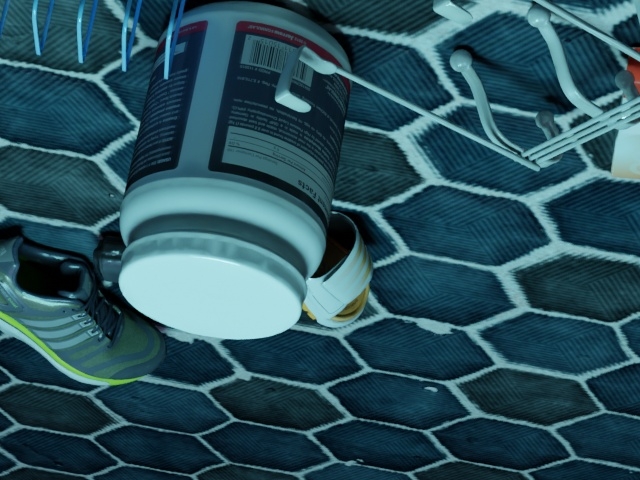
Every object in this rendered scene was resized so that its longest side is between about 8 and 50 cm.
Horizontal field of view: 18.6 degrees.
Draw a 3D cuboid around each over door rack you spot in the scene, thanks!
[{"bbox_3d":[0.160,-0.167,1.701,0.324,0.108,0.239,12,156,-34],"label":"over door rack"}]

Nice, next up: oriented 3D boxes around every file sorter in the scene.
[{"bbox_3d":[-0.202,-0.218,1.727,0.170,0.104,0.118,10,162,-2],"label":"file sorter"}]

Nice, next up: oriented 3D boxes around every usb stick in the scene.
[{"bbox_3d":[-0.124,0.036,2.262,0.278,0.045,0.077,6,151,5],"label":"usb stick"}]

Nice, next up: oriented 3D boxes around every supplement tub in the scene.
[{"bbox_3d":[-0.080,-0.066,1.811,0.191,0.272,0.191,8,153,4],"label":"supplement tub"}]

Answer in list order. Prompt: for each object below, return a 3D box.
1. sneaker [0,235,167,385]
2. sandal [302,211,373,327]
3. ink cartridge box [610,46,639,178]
[{"bbox_3d":[-0.299,0.085,2.350,0.300,0.111,0.121,27,144,-34],"label":"sneaker"},{"bbox_3d":[-0.003,0.009,2.113,0.076,0.102,0.265,-6,147,33],"label":"sandal"},{"bbox_3d":[0.353,-0.112,1.837,0.145,0.045,0.179,6,155,6],"label":"ink cartridge box"}]
